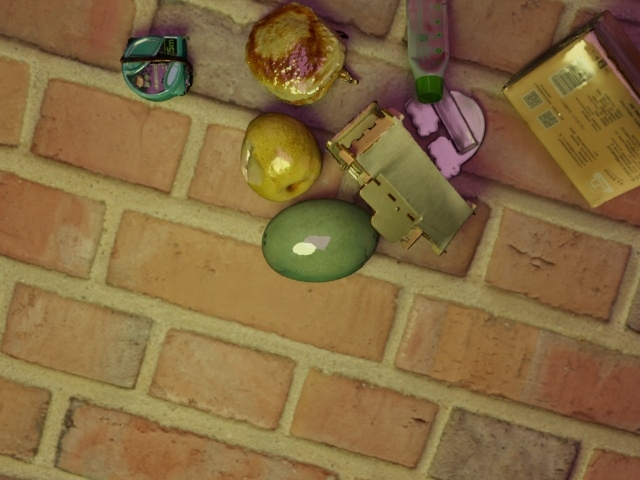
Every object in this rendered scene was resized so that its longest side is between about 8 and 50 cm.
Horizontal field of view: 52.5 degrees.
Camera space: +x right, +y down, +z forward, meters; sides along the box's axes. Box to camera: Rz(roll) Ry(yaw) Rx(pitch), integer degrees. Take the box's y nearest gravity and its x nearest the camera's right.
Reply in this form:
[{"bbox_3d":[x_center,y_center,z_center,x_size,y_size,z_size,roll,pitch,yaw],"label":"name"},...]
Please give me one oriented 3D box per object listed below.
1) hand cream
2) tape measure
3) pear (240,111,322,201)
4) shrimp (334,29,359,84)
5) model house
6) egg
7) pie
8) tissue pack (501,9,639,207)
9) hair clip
[{"bbox_3d":[0.210,-0.407,1.283,0.079,0.050,0.275,7,74,-25],"label":"hand cream"},{"bbox_3d":[-0.328,-0.344,1.299,0.146,0.081,0.125,0,94,0],"label":"tape measure"},{"bbox_3d":[-0.083,-0.169,1.285,0.178,0.178,0.178,0,97,0],"label":"pear"},{"bbox_3d":[0.040,-0.373,1.326,0.127,0.025,0.091,42,94,-2],"label":"shrimp"},{"bbox_3d":[0.124,-0.133,1.257,0.169,0.244,0.326,-44,129,7],"label":"model house"},{"bbox_3d":[0.000,0.000,1.299,0.236,0.169,0.169,-6,97,2],"label":"egg"},{"bbox_3d":[-0.050,-0.370,1.286,0.179,0.084,0.205,-42,82,12],"label":"pie"},{"bbox_3d":[0.554,-0.266,1.273,0.238,0.238,0.305,-39,96,4],"label":"tissue pack"},{"bbox_3d":[0.264,-0.248,1.332,0.140,0.054,0.220,-31,99,-1],"label":"hair clip"}]
